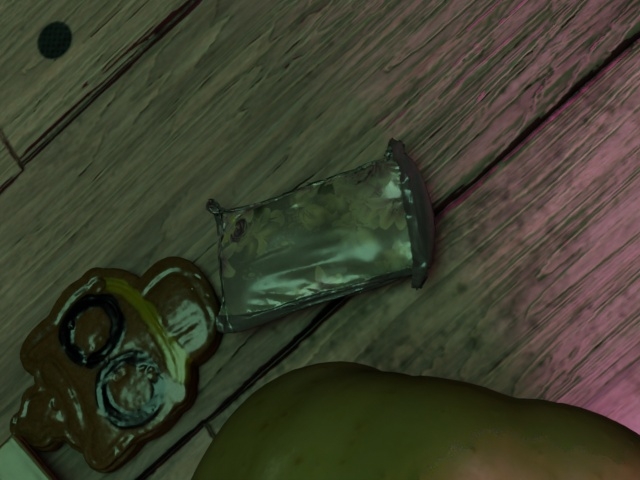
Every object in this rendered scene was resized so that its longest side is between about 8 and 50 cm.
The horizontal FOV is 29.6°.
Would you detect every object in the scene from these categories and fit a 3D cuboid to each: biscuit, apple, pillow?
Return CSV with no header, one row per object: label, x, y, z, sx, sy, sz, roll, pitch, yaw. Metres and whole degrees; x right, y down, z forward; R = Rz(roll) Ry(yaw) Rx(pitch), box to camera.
biscuit,-0.237,0.134,1.355,0.290,0.041,0.208,-40,68,7
apple,0.086,0.321,0.985,0.473,0.473,0.474,-4,77,19
pillow,0.000,0.000,1.290,0.255,0.059,0.169,-16,73,17

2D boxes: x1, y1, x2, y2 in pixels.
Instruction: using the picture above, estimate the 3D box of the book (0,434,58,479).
book,-0.319,0.348,1.314,0.161,0.026,0.231,-44,73,-4
